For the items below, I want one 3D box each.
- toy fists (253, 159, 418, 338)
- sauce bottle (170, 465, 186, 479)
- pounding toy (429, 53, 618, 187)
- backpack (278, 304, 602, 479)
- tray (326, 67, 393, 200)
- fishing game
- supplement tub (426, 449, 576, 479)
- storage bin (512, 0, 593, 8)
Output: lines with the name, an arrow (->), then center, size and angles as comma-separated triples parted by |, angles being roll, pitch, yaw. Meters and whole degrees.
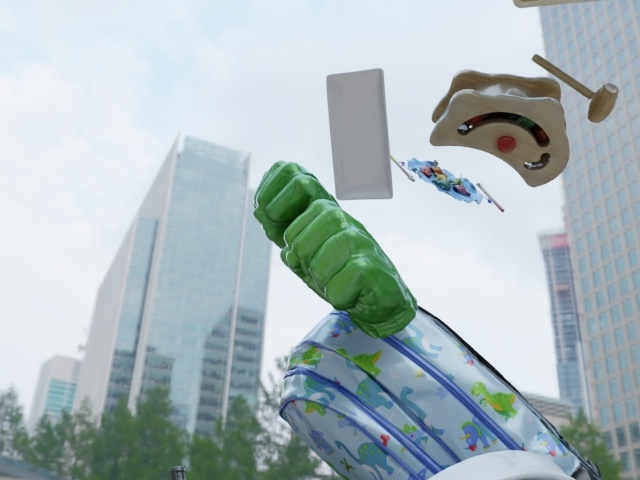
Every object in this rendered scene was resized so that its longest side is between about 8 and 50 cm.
toy fists -> 0.000, 0.000, 0.890 | 0.096, 0.279, 0.142 | -37, -54, -1
sauce bottle -> -0.240, 0.458, 1.339 | 0.042, 0.128, 0.042 | -13, -31, -8
pounding toy -> 0.310, -0.192, 1.209 | 0.270, 0.154, 0.154 | 7, -48, 5
backpack -> 0.121, 0.224, 0.943 | 0.273, 0.355, 0.290 | -29, -9, -15
tray -> 0.087, -0.221, 1.626 | 0.145, 0.270, 0.030 | 1, 11, 37
fishing game -> 0.275, -0.138, 1.674 | 0.264, 0.189, 0.041 | 16, -66, -24
supplement tub -> 0.169, 0.303, 0.464 | 0.228, 0.316, 0.228 | -9, -62, -18
storage bin -> 0.401, -0.456, 1.128 | 0.261, 0.262, 0.123 | -1, -52, 18
